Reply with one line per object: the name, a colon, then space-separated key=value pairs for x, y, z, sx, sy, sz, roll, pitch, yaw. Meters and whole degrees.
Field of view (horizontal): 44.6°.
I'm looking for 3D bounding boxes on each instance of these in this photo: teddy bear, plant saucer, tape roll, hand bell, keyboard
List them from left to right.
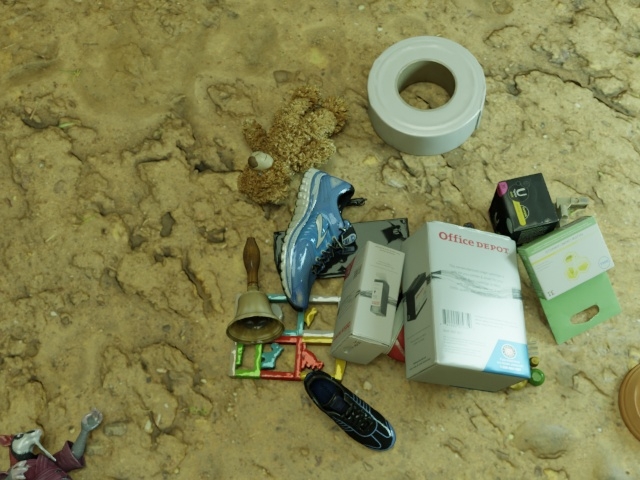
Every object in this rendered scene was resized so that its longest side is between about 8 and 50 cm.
hand bell: x=-0.150 y=0.093 z=1.724 sx=0.126 sy=0.126 sz=0.242 roll=-8 pitch=56 yaw=1
teddy bear: x=-0.074 y=-0.244 z=1.869 sx=0.338 sy=0.113 sz=0.245 roll=-37 pitch=68 yaw=-10
keyboard: x=0.047 y=-0.013 z=1.810 sx=0.317 sy=0.033 sz=0.202 roll=-6 pitch=73 yaw=1
tape roll: x=0.255 y=-0.351 z=1.892 sx=0.286 sy=0.100 sz=0.286 roll=-1 pitch=67 yaw=4
plant saucer: x=0.723 y=0.338 z=1.614 sx=0.200 sy=0.037 sz=0.200 roll=-2 pitch=68 yaw=4

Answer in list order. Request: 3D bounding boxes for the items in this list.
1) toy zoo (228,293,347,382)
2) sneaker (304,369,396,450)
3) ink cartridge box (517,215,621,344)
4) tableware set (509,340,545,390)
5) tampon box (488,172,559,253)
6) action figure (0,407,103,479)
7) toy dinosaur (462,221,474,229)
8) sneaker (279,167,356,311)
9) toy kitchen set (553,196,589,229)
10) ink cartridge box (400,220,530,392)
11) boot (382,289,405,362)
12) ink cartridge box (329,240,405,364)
toy zoo: x=-0.049 y=0.214 z=1.726 sx=0.293 sy=0.030 sz=0.192 roll=2 pitch=68 yaw=5
sneaker: x=0.057 y=0.356 z=1.614 sx=0.232 sy=0.090 sz=0.081 roll=37 pitch=88 yaw=8
ink cartridge box: x=0.542 y=0.087 z=1.663 sx=0.171 sy=0.056 sz=0.235 roll=-25 pitch=96 yaw=-6
tableware set: x=0.399 y=0.272 z=1.675 sx=0.154 sy=0.024 sz=0.104 roll=-7 pitch=71 yaw=0
tampon box: x=0.444 y=-0.054 z=1.725 sx=0.101 sy=0.161 sz=0.120 roll=-13 pitch=67 yaw=-1
action figure: x=-0.536 y=0.524 z=1.595 sx=0.370 sy=0.248 sz=0.276 roll=35 pitch=117 yaw=29
toy dinosaur: x=0.342 y=0.000 z=1.789 sx=0.090 sy=0.047 sz=0.082 roll=40 pitch=57 yaw=-20
sneaker: x=0.000 y=0.000 z=1.726 sx=0.147 sy=0.130 sz=0.330 roll=12 pitch=73 yaw=9
toy kitchen set: x=0.574 y=-0.061 z=1.768 sx=0.075 sy=0.068 sz=0.083 roll=-2 pitch=68 yaw=4
ink cartridge box: x=0.293 y=0.138 z=1.612 sx=0.223 sy=0.129 sz=0.308 roll=12 pitch=62 yaw=-21
boot: x=0.247 y=0.173 z=1.701 sx=0.176 sy=0.088 sz=0.244 roll=27 pitch=65 yaw=0
ink cartridge box: x=0.098 y=0.136 z=1.654 sx=0.092 sy=0.158 sz=0.218 roll=18 pitch=63 yaw=-8
